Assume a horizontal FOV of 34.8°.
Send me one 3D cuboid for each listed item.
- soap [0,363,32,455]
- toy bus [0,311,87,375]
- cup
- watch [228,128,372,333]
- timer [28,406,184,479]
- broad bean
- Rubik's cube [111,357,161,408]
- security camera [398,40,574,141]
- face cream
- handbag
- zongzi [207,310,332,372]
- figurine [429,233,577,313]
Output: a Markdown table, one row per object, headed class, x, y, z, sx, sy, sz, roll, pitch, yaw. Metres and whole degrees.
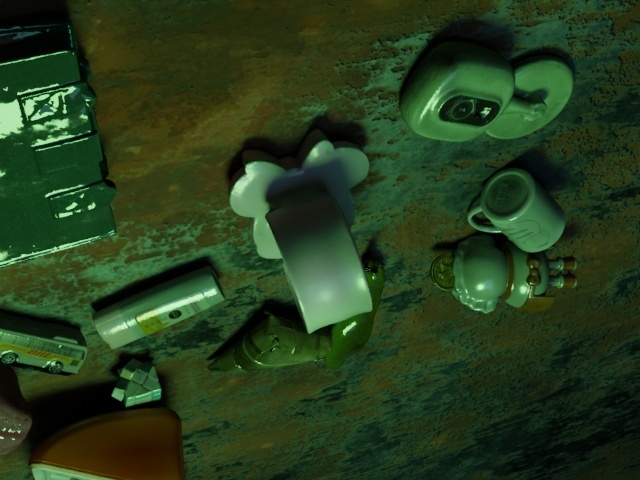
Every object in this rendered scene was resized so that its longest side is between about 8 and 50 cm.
| class | x | y | z | sx | sy | sz | roll | pitch | yaw |
| --- | --- | --- | --- | --- | --- | --- | --- | --- | --- |
| soap | -0.586 | 0.249 | 1.530 | 0.325 | 0.127 | 0.220 | 18 | 127 | -42 |
| toy bus | -0.439 | 0.158 | 1.557 | 0.172 | 0.057 | 0.072 | 19 | 116 | -41 |
| cup | 0.320 | -0.039 | 1.686 | 0.136 | 0.099 | 0.133 | -37 | 141 | 15 |
| watch | 0.000 | 0.000 | 1.469 | 0.211 | 0.217 | 0.248 | -20 | 142 | -6 |
| timer | -0.366 | 0.394 | 1.758 | 0.250 | 0.161 | 0.257 | -1 | 155 | -11 |
| broad bean | 0.064 | 0.121 | 1.776 | 0.075 | 0.067 | 0.325 | -35 | 153 | -41 |
| Rubik's cube | -0.309 | 0.234 | 1.706 | 0.084 | 0.073 | 0.075 | -4 | 155 | -31 |
| security camera | 0.257 | -0.203 | 1.485 | 0.301 | 0.080 | 0.157 | 3 | 134 | -34 |
| face cream | -0.251 | 0.105 | 1.590 | 0.198 | 0.057 | 0.084 | -25 | 141 | 0 |
| handbag | -0.383 | -0.109 | 1.250 | 0.238 | 0.089 | 0.326 | -14 | 140 | -13 |
| zongzi | -0.082 | 0.197 | 1.778 | 0.160 | 0.078 | 0.176 | 18 | 136 | -41 |
| figurine | 0.322 | 0.056 | 1.771 | 0.271 | 0.143 | 0.143 | 2 | 135 | -31 |
